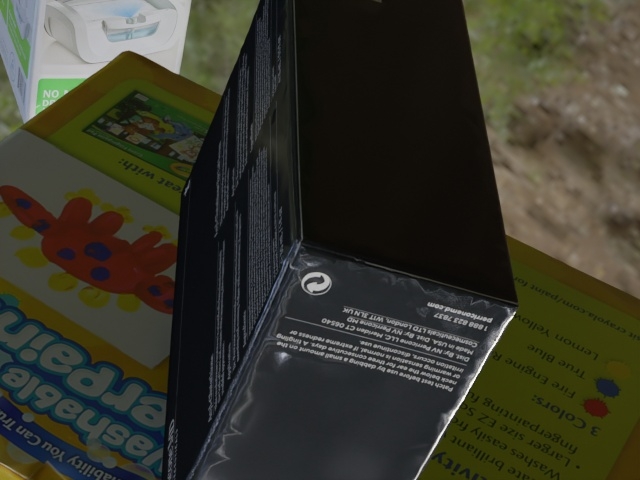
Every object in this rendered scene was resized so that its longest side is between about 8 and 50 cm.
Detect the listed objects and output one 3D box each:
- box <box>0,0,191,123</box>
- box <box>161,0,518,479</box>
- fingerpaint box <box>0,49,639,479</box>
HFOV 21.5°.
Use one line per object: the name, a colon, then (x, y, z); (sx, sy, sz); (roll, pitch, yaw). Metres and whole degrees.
box: (-0.192, -0.254, 1.327); (0.126, 0.231, 0.262); (-2, -143, -21)
box: (0.000, 0.000, 0.797); (0.103, 0.184, 0.261); (18, -144, -15)
fingerpaint box: (-0.040, 0.110, 0.994); (0.444, 0.163, 0.371); (26, -142, 14)
